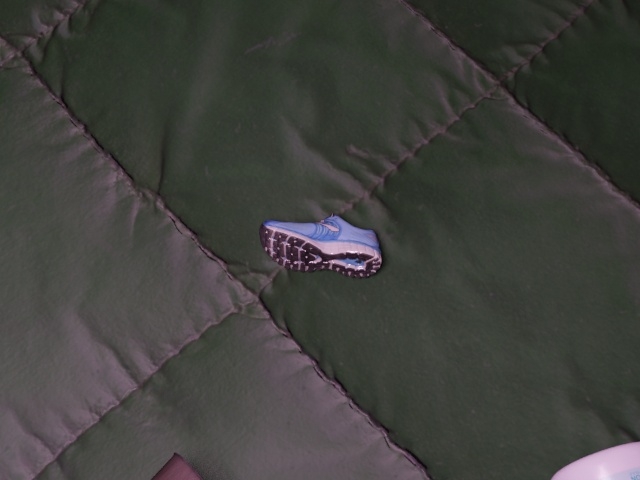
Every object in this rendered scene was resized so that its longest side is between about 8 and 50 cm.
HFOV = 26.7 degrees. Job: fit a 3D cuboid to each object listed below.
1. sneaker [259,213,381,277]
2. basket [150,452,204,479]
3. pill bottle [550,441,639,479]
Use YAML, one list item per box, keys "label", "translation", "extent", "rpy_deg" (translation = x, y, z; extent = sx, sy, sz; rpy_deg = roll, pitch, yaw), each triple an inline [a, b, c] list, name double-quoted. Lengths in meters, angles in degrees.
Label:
- label: "sneaker"
  translation: [0.000, 0.000, 1.758]
  extent: [0.162, 0.063, 0.073]
  rpy_deg: [12, 47, -4]
- label: "basket"
  translation: [-0.191, 0.383, 1.501]
  extent: [0.227, 0.154, 0.204]
  rpy_deg: [-35, 72, -16]
- label: "pill bottle"
  translation: [0.373, 0.376, 1.558]
  extent: [0.146, 0.146, 0.264]
  rpy_deg: [-13, 67, -11]
